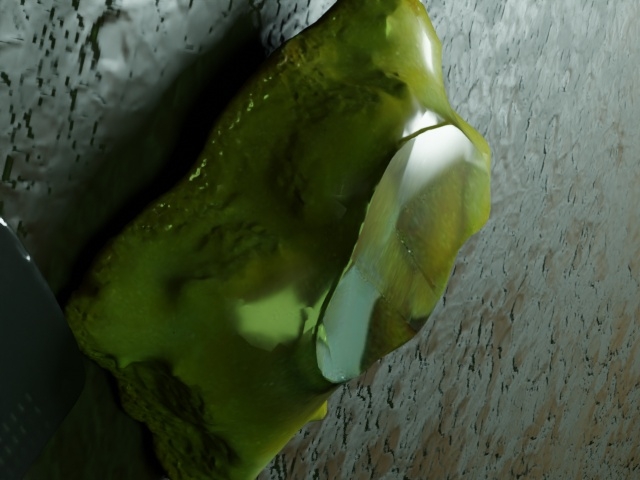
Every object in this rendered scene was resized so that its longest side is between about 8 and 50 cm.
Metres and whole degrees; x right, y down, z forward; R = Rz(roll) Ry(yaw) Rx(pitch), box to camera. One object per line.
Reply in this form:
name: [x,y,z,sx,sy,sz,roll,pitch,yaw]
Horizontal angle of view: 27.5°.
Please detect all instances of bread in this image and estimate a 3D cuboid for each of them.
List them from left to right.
bread: [0.000,0.000,0.587,0.233,0.088,0.161,-55,153,-23]

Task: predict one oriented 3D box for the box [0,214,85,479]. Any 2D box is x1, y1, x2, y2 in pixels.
box: [-0.134,0.056,0.444,0.125,0.027,0.126,-56,149,-27]
